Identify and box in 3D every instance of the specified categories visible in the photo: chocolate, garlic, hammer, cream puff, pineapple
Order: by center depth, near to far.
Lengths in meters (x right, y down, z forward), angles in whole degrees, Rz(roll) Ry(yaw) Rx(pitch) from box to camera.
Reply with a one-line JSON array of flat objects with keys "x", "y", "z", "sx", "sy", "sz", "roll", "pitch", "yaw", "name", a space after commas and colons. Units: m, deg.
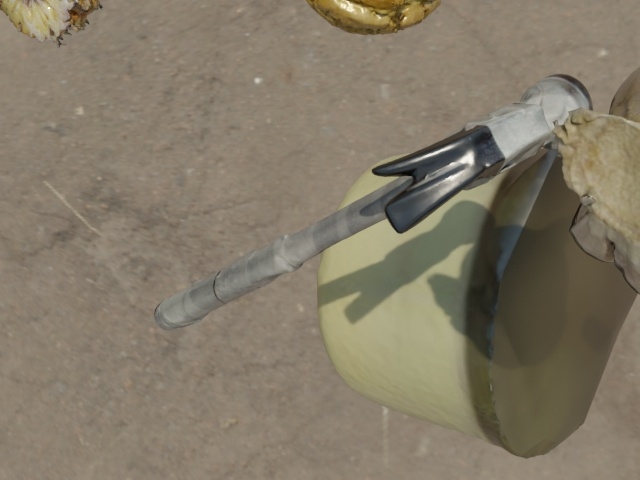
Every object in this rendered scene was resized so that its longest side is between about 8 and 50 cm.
[{"x": 0.203, "y": -0.045, "z": 0.553, "sx": 0.194, "sy": 0.131, "sz": 0.127, "roll": -42, "pitch": 121, "yaw": -44, "name": "garlic"}, {"x": -0.001, "y": -0.001, "z": 0.756, "sx": 0.152, "sy": 0.427, "sz": 0.044, "roll": -28, "pitch": 90, "yaw": -38, "name": "hammer"}, {"x": 0.147, "y": 0.032, "z": 1.130, "sx": 0.326, "sy": 0.297, "sz": 0.314, "roll": -61, "pitch": 143, "yaw": -12, "name": "chocolate"}, {"x": 0.052, "y": -0.295, "z": 1.165, "sx": 0.189, "sy": 0.189, "sz": 0.129, "roll": -12, "pitch": 136, "yaw": -24, "name": "cream puff"}, {"x": -0.338, "y": -0.359, "z": 1.387, "sx": 0.176, "sy": 0.161, "sz": 0.137, "roll": 38, "pitch": 43, "yaw": 12, "name": "pineapple"}]
